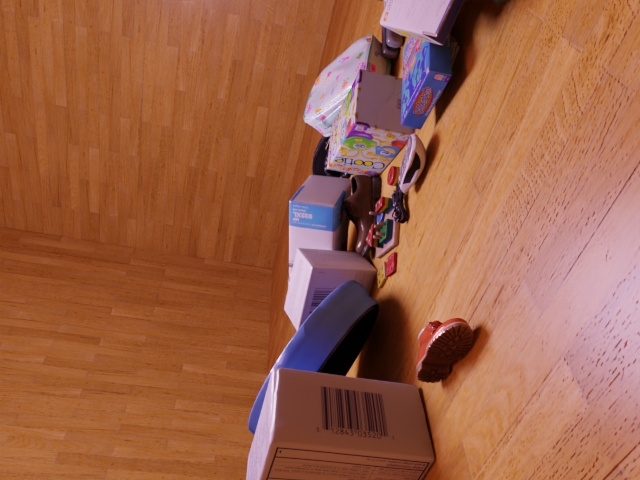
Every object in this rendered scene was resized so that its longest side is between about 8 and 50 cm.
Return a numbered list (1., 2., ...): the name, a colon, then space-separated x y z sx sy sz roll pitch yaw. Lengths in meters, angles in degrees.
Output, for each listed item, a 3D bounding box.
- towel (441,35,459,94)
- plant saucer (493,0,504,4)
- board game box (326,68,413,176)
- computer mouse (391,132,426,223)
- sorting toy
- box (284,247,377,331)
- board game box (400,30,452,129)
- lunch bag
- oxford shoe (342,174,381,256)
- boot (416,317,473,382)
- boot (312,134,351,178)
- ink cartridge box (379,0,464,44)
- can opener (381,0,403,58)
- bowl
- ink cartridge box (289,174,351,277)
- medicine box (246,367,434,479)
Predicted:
1. towel: 0.237 -0.368 1.121 0.152 0.023 0.113 -95 18 -56
2. plant saucer: 0.304 -0.473 0.852 0.067 0.018 0.192 -122 41 -76
3. board game box: 0.119 -0.277 1.366 0.275 0.142 0.144 129 149 -71
4. computer mouse: 0.187 -0.134 1.145 0.193 0.042 0.106 102 176 -48
5. sorting toy: 0.142 -0.031 1.285 0.132 0.046 0.275 127 150 -70
6. box: 0.022 0.125 1.382 0.119 0.181 0.181 -131 50 -58
7. board game box: 0.206 -0.353 1.083 0.160 0.047 0.210 113 165 -61
8. lunch bag: 0.076 -0.426 1.564 0.279 0.107 0.224 -28 43 44
9. oxford shoe: 0.099 -0.066 1.427 0.083 0.096 0.227 123 153 -63
10. boot: 0.184 0.148 0.845 0.158 0.059 0.085 110 171 -51
11. boot: 0.058 -0.249 1.729 0.260 0.131 0.348 -91 15 -48
12. ink cartridge box: 0.227 -0.491 0.926 0.304 0.072 0.307 -65 23 19
13. can opener: 0.174 -0.624 1.520 0.076 0.095 0.284 113 164 -57
14. bowl: -0.001 0.269 1.182 0.391 0.077 0.391 -50 -19 -24
15. ink cartridge box: 0.000 0.000 1.530 0.223 0.128 0.308 -62 -23 -62
16. medicine box: 0.017 0.383 0.967 0.149 0.263 0.289 -93 16 -51
